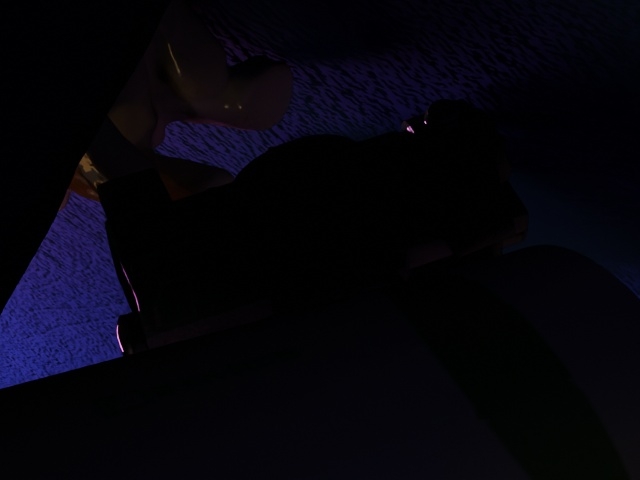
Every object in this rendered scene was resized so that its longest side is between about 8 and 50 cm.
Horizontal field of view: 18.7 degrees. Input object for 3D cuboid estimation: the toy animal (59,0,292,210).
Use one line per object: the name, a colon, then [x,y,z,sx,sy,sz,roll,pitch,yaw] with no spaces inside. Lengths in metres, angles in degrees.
toy animal: [-0.137,-0.077,0.840,0.185,0.104,0.184,14,162,48]

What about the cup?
cup: [-0.003,0.133,0.699,0.253,0.274,0.253,50,152,40]

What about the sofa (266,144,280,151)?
sofa: [0.017,0.006,0.930,0.118,0.060,0.039,36,154,-29]

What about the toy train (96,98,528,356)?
toy train: [0.000,0.000,0.786,0.104,0.178,0.071,83,165,-46]

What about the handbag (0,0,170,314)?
handbag: [-0.187,-0.058,0.597,0.263,0.241,0.222,-21,124,37]
